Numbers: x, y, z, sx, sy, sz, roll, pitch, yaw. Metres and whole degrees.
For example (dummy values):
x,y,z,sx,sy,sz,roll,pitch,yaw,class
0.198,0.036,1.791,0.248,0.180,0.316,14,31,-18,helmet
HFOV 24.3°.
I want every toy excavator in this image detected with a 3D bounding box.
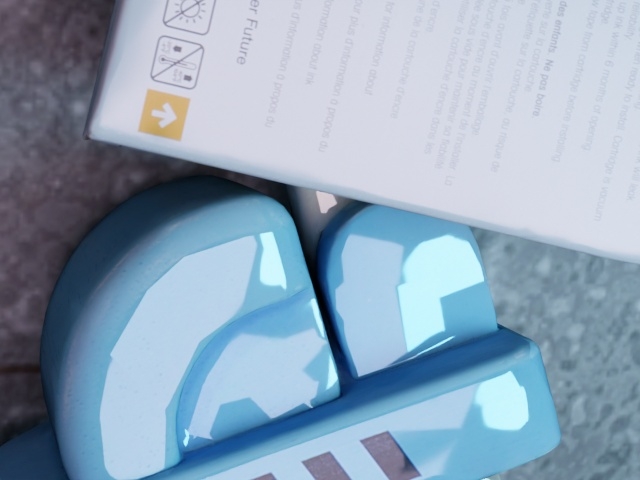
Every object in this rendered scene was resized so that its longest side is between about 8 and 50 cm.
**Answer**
x,y,z,sx,sy,sz,roll,pitch,yaw,class
0.000,0.000,0.729,0.433,0.222,0.445,-19,103,-11,toy excavator

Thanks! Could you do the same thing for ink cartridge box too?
x,y,z,sx,sy,sz,roll,pitch,yaw,class
0.086,-0.154,0.618,0.307,0.072,0.303,13,94,-10,ink cartridge box
